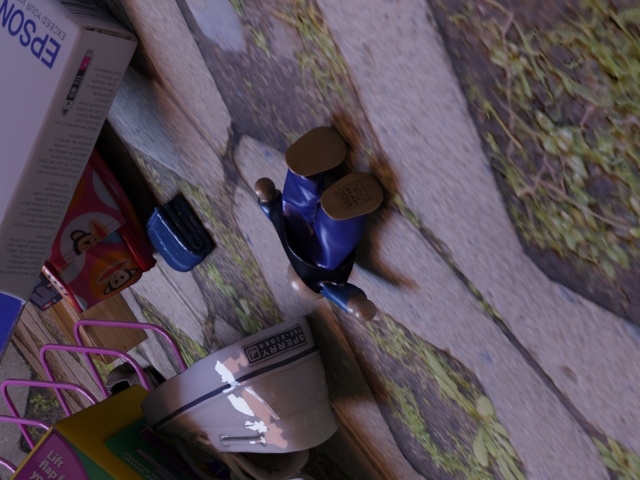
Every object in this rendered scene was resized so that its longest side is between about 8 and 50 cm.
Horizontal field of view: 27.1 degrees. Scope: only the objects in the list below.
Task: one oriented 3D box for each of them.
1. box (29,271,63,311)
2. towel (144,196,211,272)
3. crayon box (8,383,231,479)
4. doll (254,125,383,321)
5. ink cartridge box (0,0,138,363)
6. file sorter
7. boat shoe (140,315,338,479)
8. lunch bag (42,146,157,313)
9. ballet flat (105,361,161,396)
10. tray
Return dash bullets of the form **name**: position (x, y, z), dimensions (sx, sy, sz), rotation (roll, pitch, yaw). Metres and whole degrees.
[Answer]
- **box**: position (-0.341, 0.003, 1.432), dimensions (0.114, 0.036, 0.207), rotation (53, 173, 13)
- **towel**: position (-0.139, -0.002, 1.282), dimensions (0.067, 0.029, 0.119), rotation (55, 162, -1)
- **crayon box**: position (-0.111, 0.309, 1.320), dimensions (0.363, 0.106, 0.313), rotation (39, -175, 4)
- **doll**: position (0.000, 0.000, 0.904), dimensions (0.129, 0.046, 0.189), rotation (52, 161, 14)
- **ink cartridge box**: position (-0.327, -0.108, 1.189), dimensions (0.071, 0.330, 0.324), rotation (8, -156, -48)
- **file sorter**: position (-0.306, 0.246, 1.646), dimensions (0.202, 0.291, 0.182), rotation (0, 122, 39)
- **boat shoe**: position (-0.061, 0.180, 1.229), dimensions (0.156, 0.136, 0.367), rotation (67, 156, 6)
- **lunch bag**: position (-0.298, -0.065, 1.415), dimensions (0.293, 0.120, 0.258), rotation (57, 170, -7)
- **ballet flat**: position (-0.274, 0.227, 1.974), dimensions (0.084, 0.058, 0.250), rotation (60, 162, -14)
- **tray**: position (-0.400, -0.021, 1.843), dimensions (0.411, 0.076, 0.203), rotation (58, 162, -11)
